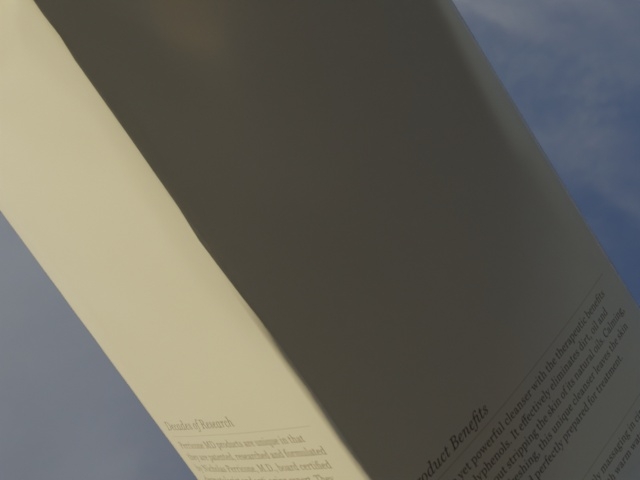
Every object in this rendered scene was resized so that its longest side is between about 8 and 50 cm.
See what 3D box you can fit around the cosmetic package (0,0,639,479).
[{"bbox_3d":[0.000,0.000,0.527,0.197,0.366,0.155,-40,-168,-34],"label":"cosmetic package"}]
